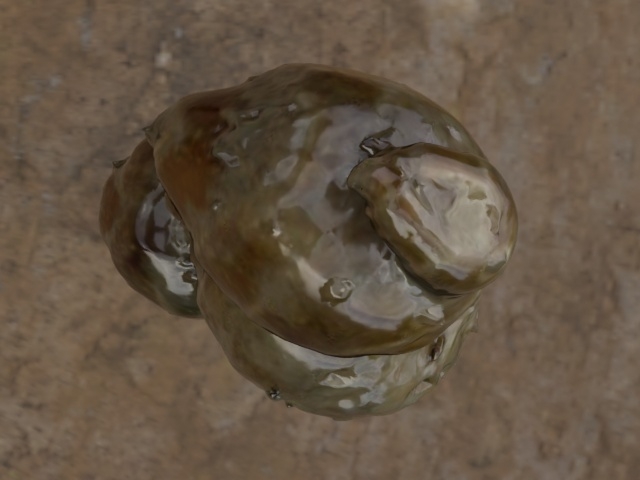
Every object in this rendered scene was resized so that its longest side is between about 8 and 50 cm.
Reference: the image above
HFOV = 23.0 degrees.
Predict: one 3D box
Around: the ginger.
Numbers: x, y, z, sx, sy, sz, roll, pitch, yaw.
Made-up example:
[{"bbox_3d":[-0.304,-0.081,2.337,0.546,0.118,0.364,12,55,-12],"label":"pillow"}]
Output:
[{"bbox_3d":[0.000,0.000,0.911,0.256,0.375,0.176,32,77,-7],"label":"ginger"}]
